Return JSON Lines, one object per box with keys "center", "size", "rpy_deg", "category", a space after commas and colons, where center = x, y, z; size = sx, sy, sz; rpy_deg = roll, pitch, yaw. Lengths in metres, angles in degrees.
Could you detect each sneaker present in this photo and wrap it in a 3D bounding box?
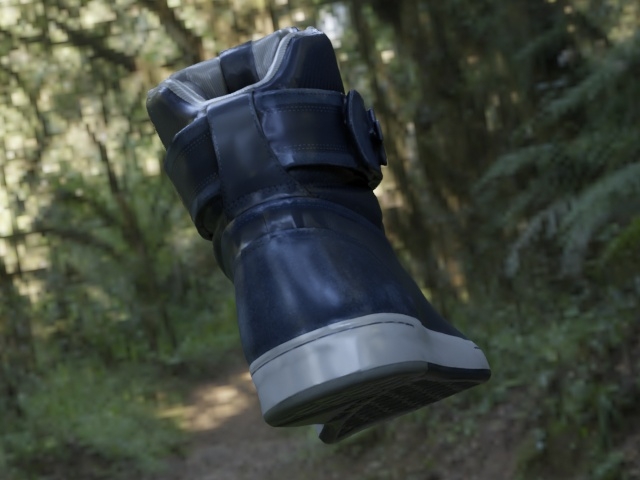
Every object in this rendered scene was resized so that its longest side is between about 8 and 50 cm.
{"center": [0.002, -0.001, 0.642], "size": [0.086, 0.163, 0.226], "rpy_deg": [-24, -15, 5], "category": "sneaker"}
